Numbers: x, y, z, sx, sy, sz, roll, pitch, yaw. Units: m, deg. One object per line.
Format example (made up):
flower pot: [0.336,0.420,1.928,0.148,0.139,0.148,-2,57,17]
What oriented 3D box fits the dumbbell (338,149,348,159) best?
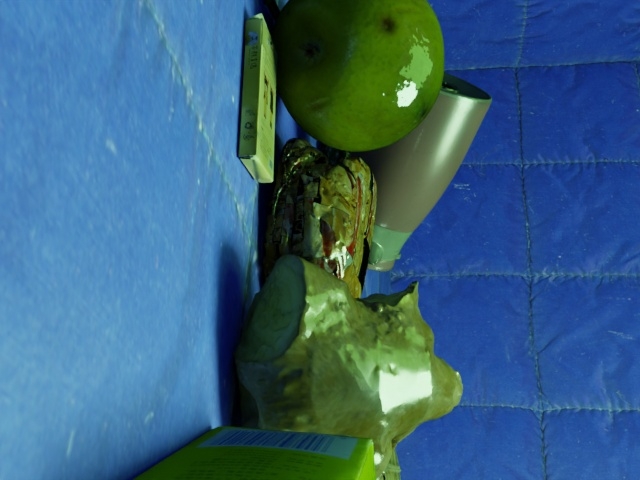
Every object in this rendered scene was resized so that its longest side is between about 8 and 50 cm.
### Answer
dumbbell: [0.024,-0.209,1.080,0.099,0.099,0.208,-74,161,-63]

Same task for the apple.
apple: [0.035,-0.193,0.865,0.157,0.197,0.196,-1,91,-49]

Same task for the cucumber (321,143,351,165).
cucumber: [0.046,-0.132,1.237,0.096,0.096,0.359,75,17,-60]

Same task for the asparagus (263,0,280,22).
asparagus: [-0.057,-0.258,0.830,0.016,0.016,0.163,-63,167,-6]

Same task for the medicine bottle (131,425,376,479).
medicine bottle: [-0.036,0.204,0.512,0.250,0.141,0.137,25,68,-80]

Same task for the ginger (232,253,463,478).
ginger: [0.042,0.135,0.745,0.123,0.270,0.218,2,-107,60]

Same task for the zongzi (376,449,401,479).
zongzi: [0.025,0.211,0.933,0.286,0.134,0.288,-17,107,-83]

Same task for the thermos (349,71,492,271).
thermos: [0.100,-0.094,1.055,0.176,0.146,0.265,-83,-167,-66]

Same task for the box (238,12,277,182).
box: [-0.059,-0.136,0.781,0.073,0.020,0.149,60,30,-71]

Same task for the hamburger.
hamburger: [0.000,0.000,0.902,0.231,0.107,0.230,7,90,-83]
